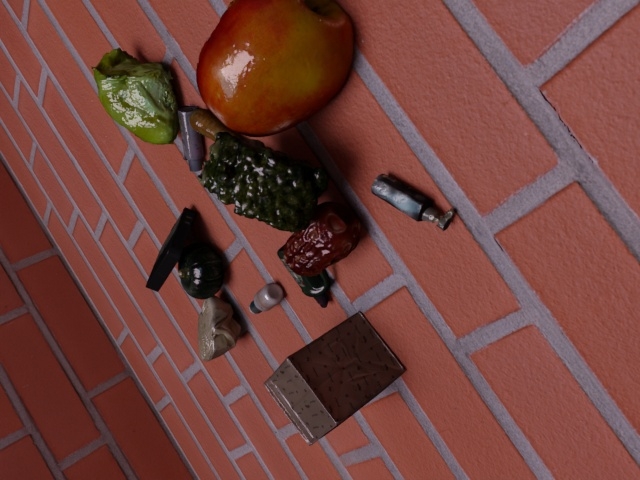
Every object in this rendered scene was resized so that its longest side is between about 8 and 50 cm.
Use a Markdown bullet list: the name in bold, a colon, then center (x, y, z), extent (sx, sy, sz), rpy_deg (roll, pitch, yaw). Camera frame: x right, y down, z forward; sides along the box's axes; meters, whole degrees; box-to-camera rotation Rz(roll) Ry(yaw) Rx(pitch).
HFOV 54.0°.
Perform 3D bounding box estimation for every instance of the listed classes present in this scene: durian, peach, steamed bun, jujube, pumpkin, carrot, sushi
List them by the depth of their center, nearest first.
- **peach**: center (-0.114, -0.393, 1.463), extent (0.380, 0.306, 0.242), rpy_deg (-44, 70, 47)
- **sushi**: center (-0.153, -0.157, 1.594), extent (0.178, 0.294, 0.352), rpy_deg (-67, 19, 7)
- **jujube**: center (0.000, 0.000, 1.661), extent (0.230, 0.155, 0.155), rpy_deg (-41, 80, 36)
- **carrot**: center (-0.282, -0.312, 1.894), extent (0.298, 0.078, 0.078), rpy_deg (34, 135, 26)
- **durian**: center (-0.591, -0.462, 2.050), extent (0.256, 0.204, 0.339), rpy_deg (1, 114, 36)
- **pumpkin**: center (-0.437, 0.111, 2.263), extent (0.212, 0.152, 0.211), rpy_deg (22, 122, 39)
- **steamed bun**: center (-0.369, 0.324, 2.332), extent (0.211, 0.144, 0.218), rpy_deg (-60, 34, 40)

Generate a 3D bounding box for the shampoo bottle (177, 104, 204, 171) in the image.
- **shampoo bottle**: center (-0.418, -0.327, 2.038), extent (0.072, 0.072, 0.214), rpy_deg (25, 130, 38)

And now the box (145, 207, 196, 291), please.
- **box**: center (-0.554, 0.038, 2.324), extent (0.058, 0.211, 0.350), rpy_deg (24, 146, -15)

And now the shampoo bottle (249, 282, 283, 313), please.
- **shampoo bottle**: center (-0.191, 0.202, 2.098), extent (0.074, 0.074, 0.192), rpy_deg (58, 143, 5)

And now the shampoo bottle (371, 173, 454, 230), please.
- **shampoo bottle**: center (0.214, -0.089, 1.460), extent (0.208, 0.057, 0.063), rpy_deg (34, 127, 29)

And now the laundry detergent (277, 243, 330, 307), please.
- **laundry detergent**: center (-0.029, 0.103, 1.832), extent (0.144, 0.078, 0.221), rpy_deg (-13, 113, 51)

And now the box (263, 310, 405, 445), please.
- **box**: center (0.041, 0.380, 1.754), extent (0.225, 0.297, 0.190), rpy_deg (51, 142, 14)
